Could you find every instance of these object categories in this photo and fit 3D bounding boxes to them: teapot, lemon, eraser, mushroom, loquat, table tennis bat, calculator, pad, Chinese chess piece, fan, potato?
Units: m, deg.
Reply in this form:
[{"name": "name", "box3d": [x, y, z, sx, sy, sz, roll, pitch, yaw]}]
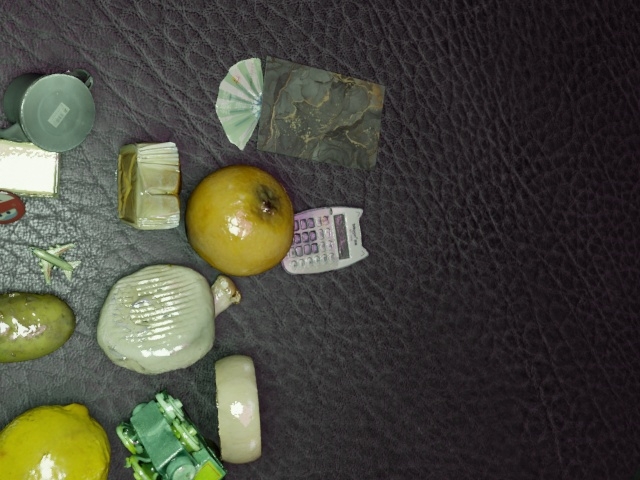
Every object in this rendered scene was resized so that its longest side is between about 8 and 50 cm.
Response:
[{"name": "teapot", "box3d": [-0.579, -0.286, 1.255, 0.239, 0.149, 0.162, -51, 144, -26]}, {"name": "lemon", "box3d": [-0.569, 0.482, 1.236, 0.284, 0.260, 0.260, -43, 110, -17]}, {"name": "eraser", "box3d": [-0.644, -0.152, 1.264, 0.172, 0.058, 0.117, 2, 96, -26]}, {"name": "mushroom", "box3d": [-0.278, 0.183, 1.465, 0.209, 0.071, 0.084, -52, 144, -12]}, {"name": "loquat", "box3d": [-0.183, -0.046, 1.396, 0.263, 0.263, 0.263, -2, 94, -26]}, {"name": "table tennis bat", "box3d": [-0.675, -0.085, 1.227, 0.098, 0.019, 0.154, -18, 143, -1]}, {"name": "calculator", "box3d": [0.000, 0.000, 1.605, 0.268, 0.040, 0.177, -10, 97, -25]}, {"name": "pad", "box3d": [0.010, -0.334, 1.605, 0.368, 0.007, 0.247, 7, 90, -29]}, {"name": "Chinese chess piece", "box3d": [-0.197, 0.397, 1.415, 0.103, 0.250, 0.249, -5, 95, -9]}, {"name": "fan", "box3d": [-0.197, -0.349, 1.507, 0.131, 0.009, 0.240, 10, 89, -24]}, {"name": "potato", "box3d": [-0.642, 0.183, 1.260, 0.251, 0.113, 0.149, -9, 89, -34]}]

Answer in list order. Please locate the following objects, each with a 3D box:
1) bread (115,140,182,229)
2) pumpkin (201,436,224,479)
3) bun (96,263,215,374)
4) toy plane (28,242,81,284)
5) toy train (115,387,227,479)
[{"name": "bread", "box3d": [-0.374, -0.123, 1.321, 0.110, 0.210, 0.192, -3, 94, -31]}, {"name": "pumpkin", "box3d": [-0.291, 0.588, 1.460, 0.119, 0.108, 0.183, 2, 93, -32]}, {"name": "bun", "box3d": [-0.365, 0.182, 1.352, 0.273, 0.168, 0.272, 2, 57, -3]}, {"name": "toy plane", "box3d": [-0.587, 0.043, 1.315, 0.111, 0.040, 0.102, 33, 77, -23]}, {"name": "toy train", "box3d": [-0.338, 0.467, 1.344, 0.159, 0.272, 0.188, -39, 124, -16]}]
